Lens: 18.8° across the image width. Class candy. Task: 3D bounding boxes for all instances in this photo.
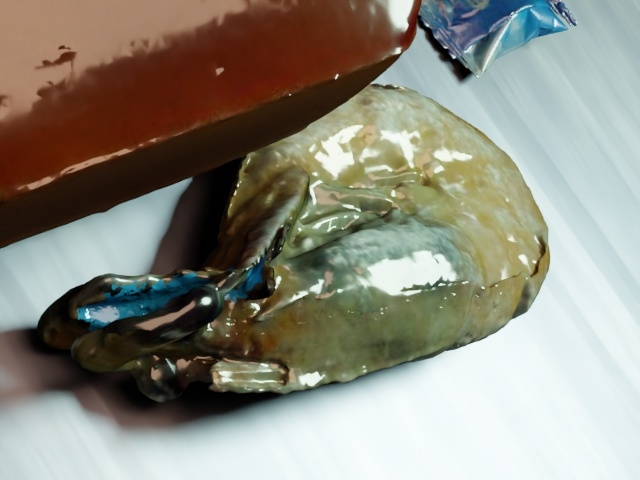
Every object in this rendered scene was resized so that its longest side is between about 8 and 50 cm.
[{"bbox_3d":[0.141,-0.187,1.575,0.136,0.038,0.088,-30,82,-34],"label":"candy"}]

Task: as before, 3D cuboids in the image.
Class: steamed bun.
[{"bbox_3d":[-0.137,-0.157,1.185,0.379,0.235,0.248,-23,86,-28],"label":"steamed bun"}]

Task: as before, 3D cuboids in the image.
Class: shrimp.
[{"bbox_3d":[0.000,0.000,1.322,0.446,0.110,0.221,-21,73,-46],"label":"shrimp"}]
